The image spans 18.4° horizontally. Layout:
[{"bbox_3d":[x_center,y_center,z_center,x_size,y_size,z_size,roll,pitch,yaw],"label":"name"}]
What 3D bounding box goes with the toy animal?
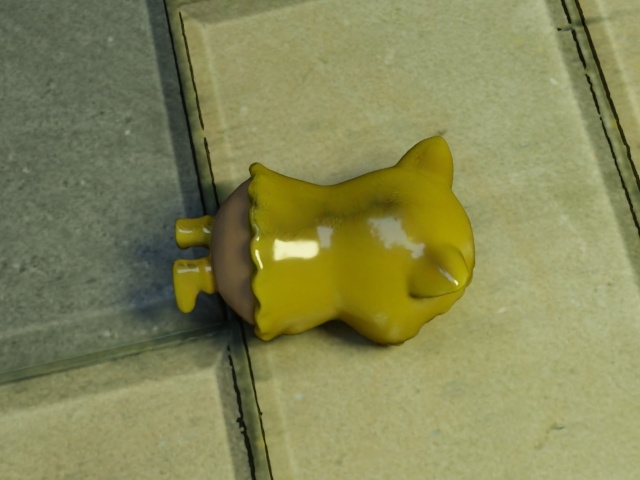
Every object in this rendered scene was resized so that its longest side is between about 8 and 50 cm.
[{"bbox_3d":[0.001,0.004,1.504,0.229,0.156,0.156,-8,58,6],"label":"toy animal"}]
